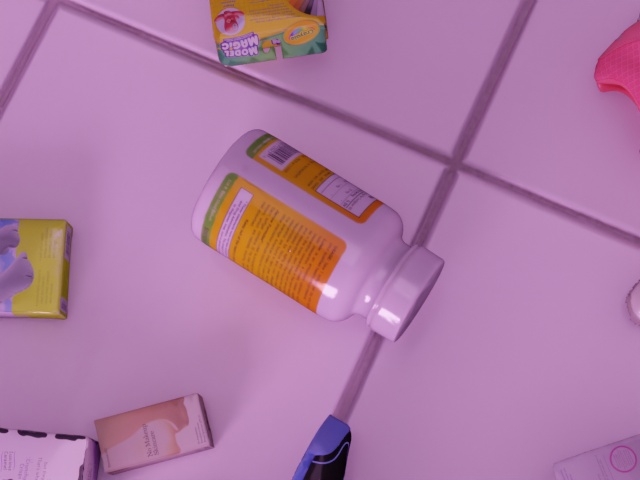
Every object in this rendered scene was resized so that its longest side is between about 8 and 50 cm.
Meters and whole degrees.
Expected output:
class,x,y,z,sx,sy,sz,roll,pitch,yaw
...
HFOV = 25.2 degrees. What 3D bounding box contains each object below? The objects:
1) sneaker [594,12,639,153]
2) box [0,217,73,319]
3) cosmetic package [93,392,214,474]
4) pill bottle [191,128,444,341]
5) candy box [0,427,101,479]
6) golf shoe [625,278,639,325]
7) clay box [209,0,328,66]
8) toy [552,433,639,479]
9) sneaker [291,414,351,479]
class,x,y,z,sx,sy,sz,roll,pitch,yaw
sneaker,0.415,-0.110,1.522,0.136,0.116,0.314,-39,70,5
box,-0.365,0.030,1.561,0.178,0.042,0.109,1,76,3
cosmetic package,-0.175,0.204,1.507,0.115,0.041,0.060,-16,77,0
pill bottle,0.000,0.000,1.495,0.246,0.136,0.136,32,81,10
candy box,-0.338,0.278,1.486,0.196,0.070,0.164,5,77,6
golf shoe,0.403,0.039,1.486,0.176,0.086,0.069,-21,78,0
clay box,-0.064,-0.300,1.614,0.127,0.053,0.222,-8,78,2
toy,0.366,0.258,1.452,0.237,0.056,0.136,-18,72,-6
sneaker,-0.002,0.298,1.458,0.090,0.081,0.232,22,86,6
